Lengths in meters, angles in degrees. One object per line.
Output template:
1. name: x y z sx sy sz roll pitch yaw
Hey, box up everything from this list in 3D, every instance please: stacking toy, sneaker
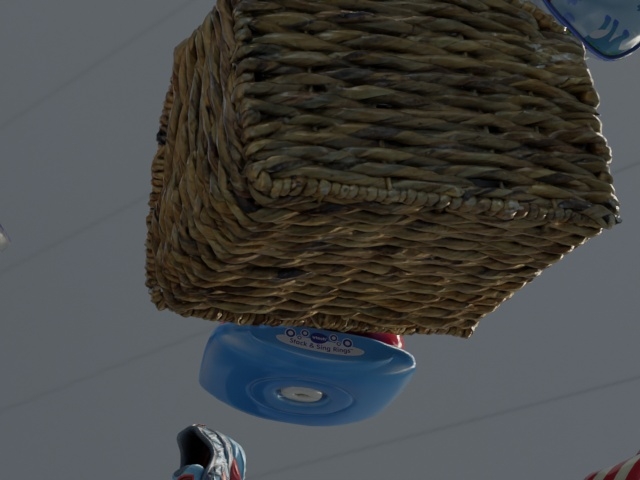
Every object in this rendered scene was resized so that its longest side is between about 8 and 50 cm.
1. stacking toy: 0.000 0.000 1.093 0.166 0.175 0.302 115 -16 -61
2. sneaker: -0.178 0.384 1.781 0.104 0.125 0.262 -30 -140 18

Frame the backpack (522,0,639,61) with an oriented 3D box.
1. backpack: 0.280 -0.343 1.185 0.355 0.290 0.273 -37 -136 17

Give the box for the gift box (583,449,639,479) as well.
1. gift box: 0.157 0.272 0.690 0.255 0.276 0.258 -37 -84 34

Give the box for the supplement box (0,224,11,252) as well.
1. supplement box: -0.348 -0.053 0.890 0.220 0.114 0.111 38 -21 22

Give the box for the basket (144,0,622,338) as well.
1. basket: 0.030 -0.067 0.906 0.223 0.299 0.214 133 -44 -54
